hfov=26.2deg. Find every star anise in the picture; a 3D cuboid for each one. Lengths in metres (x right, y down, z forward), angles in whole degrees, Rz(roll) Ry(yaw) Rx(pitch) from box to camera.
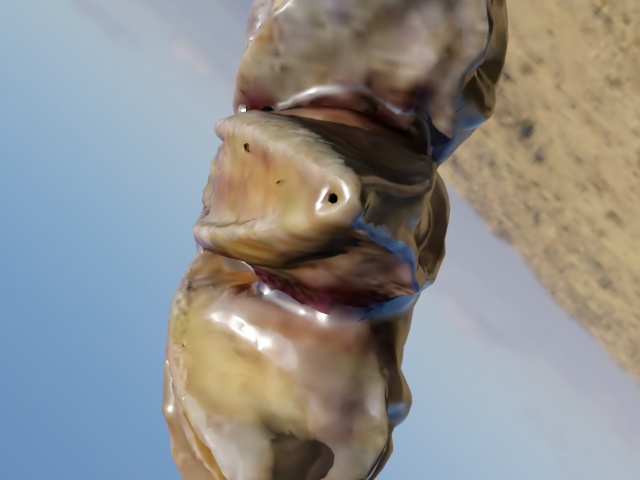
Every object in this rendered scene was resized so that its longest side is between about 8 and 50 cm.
[{"bbox_3d":[0.005,-0.013,0.575,0.108,0.315,0.315,15,-179,5],"label":"star anise"}]
